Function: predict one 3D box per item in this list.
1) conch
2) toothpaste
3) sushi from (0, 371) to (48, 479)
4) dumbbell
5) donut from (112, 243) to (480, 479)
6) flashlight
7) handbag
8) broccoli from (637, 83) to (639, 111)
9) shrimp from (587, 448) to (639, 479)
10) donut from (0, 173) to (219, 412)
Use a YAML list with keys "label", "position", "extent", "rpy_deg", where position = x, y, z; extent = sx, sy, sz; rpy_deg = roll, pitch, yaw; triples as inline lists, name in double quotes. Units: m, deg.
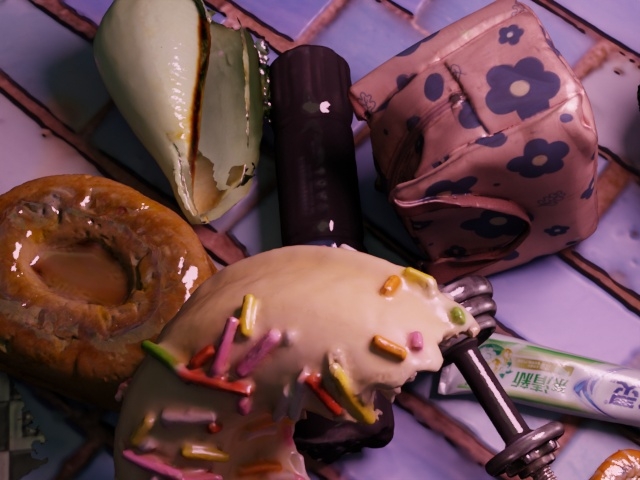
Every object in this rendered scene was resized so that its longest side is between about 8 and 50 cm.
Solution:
- label: "conch"
  position: [-0.124, -0.150, 1.262]
  extent: [0.143, 0.137, 0.250]
  rpy_deg: [-19, 61, -45]
- label: "toothpaste"
  position: [0.261, 0.140, 1.190]
  extent: [0.297, 0.048, 0.074]
  rpy_deg: [12, 74, 9]
- label: "sushi"
  position: [-0.433, 0.148, 1.191]
  extent: [0.264, 0.050, 0.290]
  rpy_deg: [-29, 71, -10]
- label: "dumbbell"
  position: [0.153, 0.140, 1.138]
  extent: [0.110, 0.110, 0.254]
  rpy_deg: [-27, 72, -10]
- label: "donut"
  position: [-0.031, 0.188, 1.039]
  extent: [0.307, 0.150, 0.371]
  rpy_deg: [7, 105, 20]
- label: "flashlight"
  position: [0.000, 0.000, 1.229]
  extent: [0.103, 0.103, 0.424]
  rpy_deg: [-5, 66, -1]
- label: "handbag"
  position: [0.143, -0.082, 1.180]
  extent: [0.193, 0.251, 0.190]
  rpy_deg: [-26, 63, 0]
- label: "broccoli"
  position: [0.446, -0.144, 1.191]
  extent: [0.297, 0.297, 0.297]
  rpy_deg: [39, 48, 15]
- label: "shrimp"
  position: [0.271, 0.247, 1.154]
  extent: [0.127, 0.025, 0.091]
  rpy_deg: [-28, 71, -13]
- label: "donut"
  position: [-0.218, 0.043, 1.190]
  extent: [0.261, 0.128, 0.208]
  rpy_deg: [15, 68, 5]
